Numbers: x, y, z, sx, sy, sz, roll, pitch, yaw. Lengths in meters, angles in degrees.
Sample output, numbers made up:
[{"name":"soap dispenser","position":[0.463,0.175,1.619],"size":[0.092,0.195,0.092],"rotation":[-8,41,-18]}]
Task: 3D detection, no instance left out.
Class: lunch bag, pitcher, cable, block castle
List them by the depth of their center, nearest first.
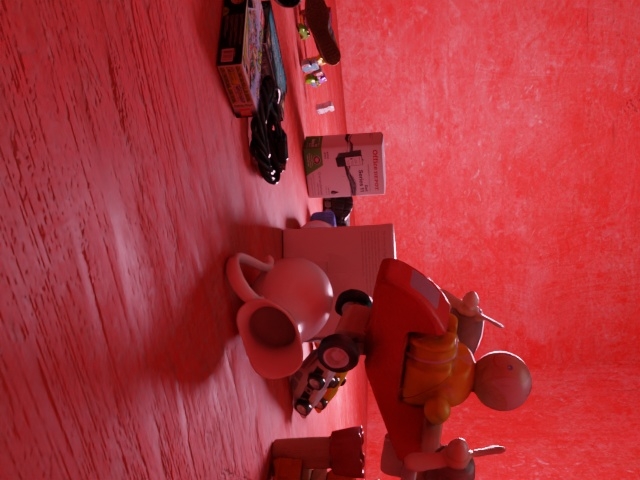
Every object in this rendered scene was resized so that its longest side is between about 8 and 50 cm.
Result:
[{"name":"pitcher","position":[-0.063,0.078,0.963],"size":[0.178,0.125,0.207],"rotation":[65,18,-10]},{"name":"block castle","position":[0.036,0.568,1.098],"size":[0.303,0.212,0.453],"rotation":[-79,164,-66]},{"name":"cable","position":[-0.093,-0.189,1.124],"size":[0.150,0.047,0.185],"rotation":[-37,126,-76]},{"name":"lunch bag","position":[0.009,-0.023,1.774],"size":[0.065,0.067,0.098],"rotation":[78,12,-49]}]

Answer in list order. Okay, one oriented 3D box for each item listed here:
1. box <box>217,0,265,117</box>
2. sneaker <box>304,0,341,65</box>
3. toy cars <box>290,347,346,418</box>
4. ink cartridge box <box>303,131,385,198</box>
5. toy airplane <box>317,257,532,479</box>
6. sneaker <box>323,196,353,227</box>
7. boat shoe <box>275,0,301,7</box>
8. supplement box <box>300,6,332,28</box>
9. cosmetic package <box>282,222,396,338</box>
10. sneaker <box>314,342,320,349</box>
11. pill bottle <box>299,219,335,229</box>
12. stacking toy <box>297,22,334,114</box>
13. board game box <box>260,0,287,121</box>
[{"name":"box","position":[-0.115,-0.300,0.981],"size":[0.114,0.036,0.207],"rotation":[75,13,-61]},{"name":"sneaker","position":[0.002,-0.561,1.767],"size":[0.086,0.064,0.192],"rotation":[-111,-179,-79]},{"name":"toy cars","position":[-0.003,0.285,1.415],"size":[0.176,0.087,0.394],"rotation":[-55,166,-5]},{"name":"ink cartridge box","position":[0.067,-0.199,1.747],"size":[0.087,0.208,0.153],"rotation":[-82,167,-58]},{"name":"toy airplane","position":[0.184,0.244,0.997],"size":[0.384,0.272,0.386],"rotation":[36,47,-62]},{"name":"sneaker","position":[0.048,-0.054,2.124],"size":[0.106,0.101,0.267],"rotation":[116,-22,-62]},{"name":"boat shoe","position":[-0.061,-0.532,1.159],"size":[0.355,0.132,0.130],"rotation":[46,41,-78]},{"name":"supplement box","position":[-0.012,-0.611,1.812],"size":[0.055,0.083,0.043],"rotation":[-82,166,-55]},{"name":"cosmetic package","position":[0.045,0.092,1.352],"size":[0.138,0.224,0.224],"rotation":[58,30,-76]},{"name":"sneaker","position":[-0.004,0.216,1.653],"size":[0.067,0.064,0.175],"rotation":[-120,-158,-51]},{"name":"pill bottle","position":[0.000,0.000,1.565],"size":[0.169,0.094,0.094],"rotation":[-7,94,-83]},{"name":"stacking toy","position":[-0.022,-0.461,1.793],"size":[0.221,0.052,0.167],"rotation":[41,37,-71]},{"name":"board game box","position":[-0.092,-0.334,1.240],"size":[0.186,0.026,0.126],"rotation":[78,11,-54]}]
